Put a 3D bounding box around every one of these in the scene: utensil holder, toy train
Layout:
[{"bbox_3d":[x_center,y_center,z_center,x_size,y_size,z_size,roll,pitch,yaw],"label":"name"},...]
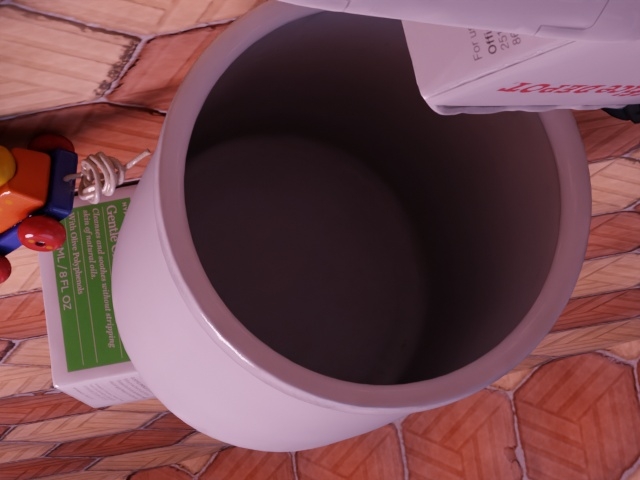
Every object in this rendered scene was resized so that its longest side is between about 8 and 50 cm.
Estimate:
[{"bbox_3d":[0.000,0.000,1.616,0.327,0.328,0.385,-5,170,-15],"label":"utensil holder"},{"bbox_3d":[-0.275,-0.060,1.700,0.143,0.105,0.248,23,145,-34],"label":"toy train"}]

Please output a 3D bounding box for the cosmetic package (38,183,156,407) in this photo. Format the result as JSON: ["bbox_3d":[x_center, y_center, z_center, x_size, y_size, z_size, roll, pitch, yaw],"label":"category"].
[{"bbox_3d":[-0.081,0.036,1.971,0.365,0.197,0.155,-12,165,7],"label":"cosmetic package"}]

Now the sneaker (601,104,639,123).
[{"bbox_3d":[0.203,-0.165,1.585,0.106,0.101,0.267,2,165,21],"label":"sneaker"}]

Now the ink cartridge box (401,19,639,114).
[{"bbox_3d":[0.268,-0.210,1.169,0.395,0.166,0.285,-19,171,36],"label":"ink cartridge box"}]

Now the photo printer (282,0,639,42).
[{"bbox_3d":[0.106,-0.242,0.919,0.256,0.107,0.307,3,134,-26],"label":"photo printer"}]
